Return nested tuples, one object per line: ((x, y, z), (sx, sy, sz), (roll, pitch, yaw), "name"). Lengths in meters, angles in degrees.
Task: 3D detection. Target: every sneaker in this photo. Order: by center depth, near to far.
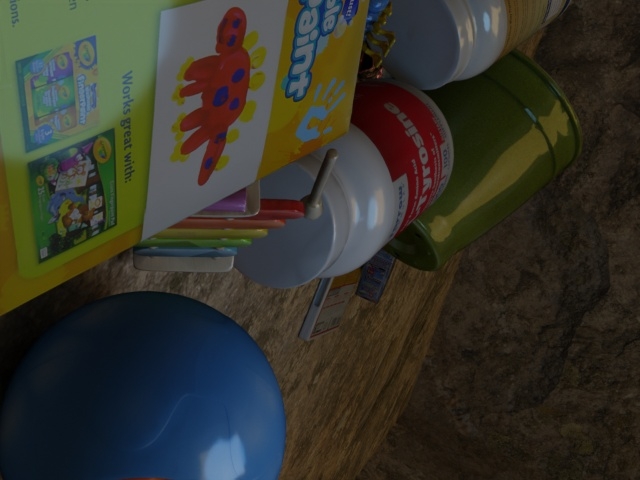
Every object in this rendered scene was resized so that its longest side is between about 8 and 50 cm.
((0.091, -0.313, 1.514), (0.119, 0.047, 0.057), (-66, 152, -4), "sneaker")

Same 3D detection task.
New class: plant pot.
((0.234, -0.143, 1.734), (0.353, 0.366, 0.366), (-48, 159, -15), "plant pot")

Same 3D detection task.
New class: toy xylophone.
((-0.103, -0.032, 0.920), (0.323, 0.236, 0.081), (98, -8, -79), "toy xylophone")

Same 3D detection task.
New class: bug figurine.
((0.025, -0.286, 1.146), (0.216, 0.072, 0.279), (-57, -157, 36), "bug figurine")

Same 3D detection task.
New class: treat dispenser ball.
((-0.179, 0.195, 0.943), (0.288, 0.288, 0.288), (-56, 161, -31), "treat dispenser ball")

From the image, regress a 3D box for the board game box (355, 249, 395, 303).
((0.144, 0.022, 2.032), (0.194, 0.060, 0.194), (94, 20, -73), "board game box")

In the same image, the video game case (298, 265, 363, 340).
((0.048, 0.066, 1.928), (0.285, 0.025, 0.204), (-68, 163, 9), "video game case")

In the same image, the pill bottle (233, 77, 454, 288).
((0.023, -0.084, 1.284), (0.407, 0.229, 0.229), (-37, 147, -59), "pill bottle")

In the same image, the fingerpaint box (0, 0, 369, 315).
((-0.126, -0.224, 0.618), (0.371, 0.163, 0.445), (-32, 146, -36), "fingerpaint box")

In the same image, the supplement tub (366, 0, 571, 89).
((0.237, -0.392, 1.460), (0.316, 0.228, 0.228), (-38, 150, -32), "supplement tub")
